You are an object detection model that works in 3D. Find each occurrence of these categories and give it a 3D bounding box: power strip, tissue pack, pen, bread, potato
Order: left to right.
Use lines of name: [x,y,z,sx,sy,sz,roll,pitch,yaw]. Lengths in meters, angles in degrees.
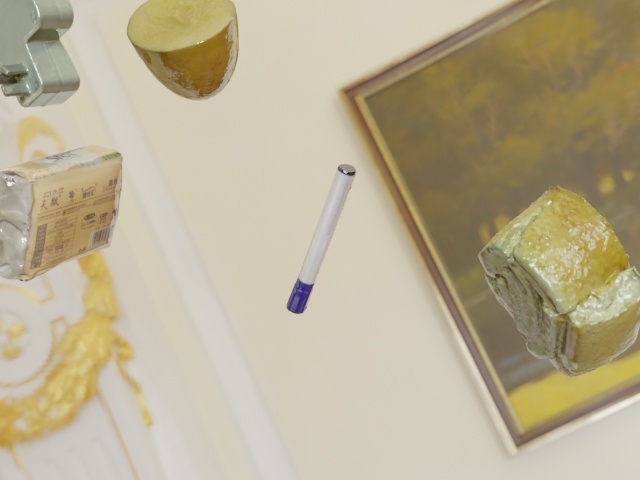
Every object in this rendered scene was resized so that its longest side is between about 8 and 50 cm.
power strip: [-0.554,-0.369,2.177,0.141,0.261,0.229,-16,-10,-47]
tissue pack: [-0.416,-0.047,1.898,0.222,0.090,0.186,-26,-48,-54]
potato: [-0.216,-0.313,2.015,0.178,0.203,0.158,-59,-32,-37]
pen: [0.001,0.000,1.822,0.033,0.033,0.269,-13,-46,-43]
bread: [0.287,0.066,1.418,0.124,0.186,0.257,-34,-35,-9]
